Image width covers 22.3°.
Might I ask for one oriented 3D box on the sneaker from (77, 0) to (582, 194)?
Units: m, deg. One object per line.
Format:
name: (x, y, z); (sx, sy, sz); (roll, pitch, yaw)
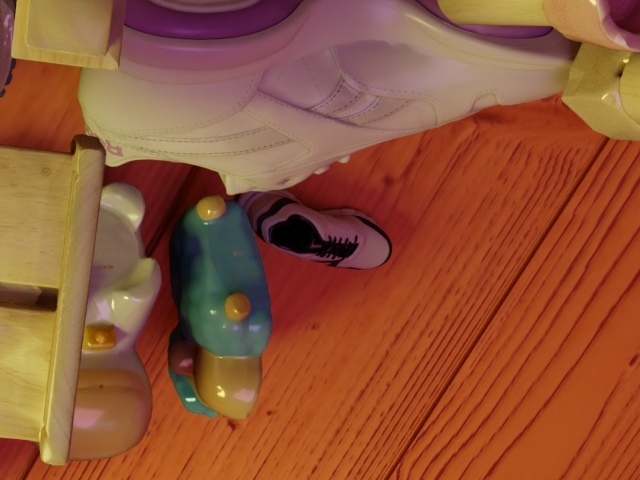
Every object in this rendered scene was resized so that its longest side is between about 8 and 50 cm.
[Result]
sneaker: (0.009, -0.100, 0.903); (0.305, 0.114, 0.152); (-3, 141, -23)

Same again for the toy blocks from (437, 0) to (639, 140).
toy blocks: (0.280, -0.156, 0.817); (0.309, 0.260, 0.289); (35, 74, -36)

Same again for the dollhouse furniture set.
dollhouse furniture set: (-0.262, 0.028, 0.734); (0.303, 0.174, 0.356); (8, 98, -11)

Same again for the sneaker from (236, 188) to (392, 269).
sneaker: (0.000, 0.000, 0.982); (0.109, 0.044, 0.040); (16, 111, -32)

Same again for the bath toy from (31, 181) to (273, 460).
bath toy: (-0.206, 0.047, 0.877); (0.348, 0.151, 0.129); (3, 155, -25)

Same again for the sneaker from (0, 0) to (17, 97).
sneaker: (-0.182, -0.133, 0.822); (0.058, 0.052, 0.135); (-1, 113, -12)
